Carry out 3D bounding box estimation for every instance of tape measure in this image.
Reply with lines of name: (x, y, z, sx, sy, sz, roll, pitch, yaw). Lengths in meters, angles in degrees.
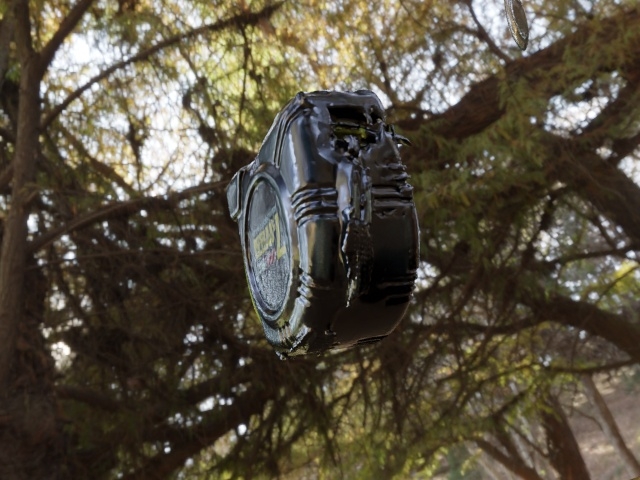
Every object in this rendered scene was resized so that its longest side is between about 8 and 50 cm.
tape measure: (0.000, 0.000, 0.453, 0.112, 0.186, 0.199, -2, -17, -23)

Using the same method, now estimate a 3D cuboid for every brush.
brush: (0.235, -0.330, 0.709, 0.070, 0.196, 0.021, -7, -12, -19)

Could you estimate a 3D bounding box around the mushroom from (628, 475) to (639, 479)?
mushroom: (0.300, 0.176, 0.336, 0.345, 0.239, 0.345, -46, -21, -23)
